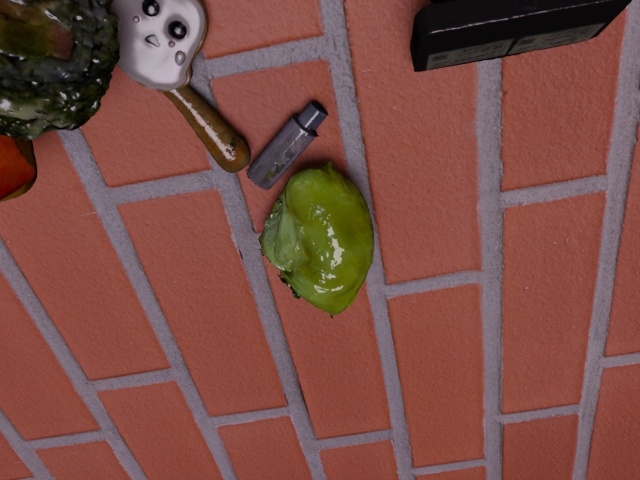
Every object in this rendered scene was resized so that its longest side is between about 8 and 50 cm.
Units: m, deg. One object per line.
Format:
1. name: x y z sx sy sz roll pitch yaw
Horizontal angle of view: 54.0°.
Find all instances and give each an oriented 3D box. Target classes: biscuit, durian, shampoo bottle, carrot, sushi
1. biscuit: -0.299 -0.380 1.140 0.181 0.049 0.208 25 112 -14
2. durian: 0.000 0.000 1.371 0.256 0.204 0.339 24 122 -6
3. shampoo bottle: -0.067 -0.197 1.301 0.072 0.072 0.214 32 119 -24
4. carrot: -0.250 -0.255 1.251 0.078 0.078 0.298 -33 117 20
5. sushi: -0.509 -0.317 1.006 0.352 0.294 0.178 -4 171 -36

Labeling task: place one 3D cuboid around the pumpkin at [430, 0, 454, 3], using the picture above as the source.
1. pumpkin: 0.246 -0.484 1.050 0.212 0.152 0.211 1 131 1

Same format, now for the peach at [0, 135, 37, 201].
1. peach: -0.701 -0.181 1.143 0.381 0.306 0.242 -8 134 9

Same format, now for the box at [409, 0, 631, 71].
1. box: 0.338 -0.380 1.110 0.350 0.211 0.058 -10 88 3
